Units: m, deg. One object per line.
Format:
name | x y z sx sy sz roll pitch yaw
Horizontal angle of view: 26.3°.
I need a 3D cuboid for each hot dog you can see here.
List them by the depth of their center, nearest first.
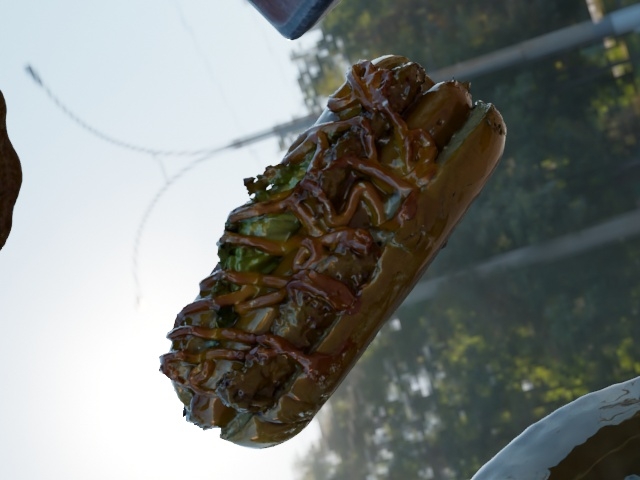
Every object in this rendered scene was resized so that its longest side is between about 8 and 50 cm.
hot dog | 0.000 0.000 1.079 0.158 0.349 0.117 34 174 36

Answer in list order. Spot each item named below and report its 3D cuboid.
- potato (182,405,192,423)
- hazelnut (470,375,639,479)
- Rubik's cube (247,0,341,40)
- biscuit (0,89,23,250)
potato | -0.076 0.156 1.574 0.243 0.098 0.138 -61 -12 -46
hazelnut | 0.291 0.294 1.060 0.359 0.409 0.359 49 -153 -36
Rubik's cube | 0.017 -0.376 0.916 0.305 0.303 0.301 47 -120 -4
biscuit | -0.428 -0.065 1.376 0.257 0.049 0.273 15 -101 -33
